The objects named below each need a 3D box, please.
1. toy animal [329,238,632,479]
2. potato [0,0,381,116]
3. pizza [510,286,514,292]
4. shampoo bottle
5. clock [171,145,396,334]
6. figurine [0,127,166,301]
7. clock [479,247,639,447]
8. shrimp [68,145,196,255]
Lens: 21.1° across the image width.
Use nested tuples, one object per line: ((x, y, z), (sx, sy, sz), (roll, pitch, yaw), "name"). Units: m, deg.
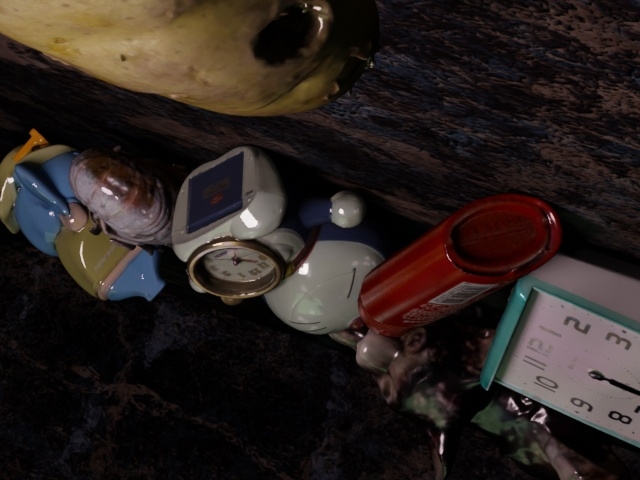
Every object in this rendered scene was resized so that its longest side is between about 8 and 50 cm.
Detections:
((0.192, 0.173, 1.948), (0.344, 0.194, 0.303), (22, -159, -24), "toy animal")
((-0.083, -0.154, 0.924), (0.191, 0.141, 0.296), (-8, 154, 38), "potato")
((0.308, 0.131, 1.872), (0.246, 0.058, 0.127), (47, -171, 21), "pizza")
((0.116, 0.030, 1.627), (0.118, 0.076, 0.314), (-16, 172, -20), "shampoo bottle")
((-0.025, 0.005, 1.802), (0.199, 0.147, 0.243), (-31, 136, 29), "clock")
((-0.295, -0.024, 2.173), (0.262, 0.154, 0.180), (41, -154, 0), "figurine")
((0.292, 0.103, 1.697), (0.231, 0.116, 0.262), (24, 155, 8), "clock")
((-0.200, -0.042, 2.004), (0.145, 0.116, 0.343), (16, 177, 16), "shrimp")
